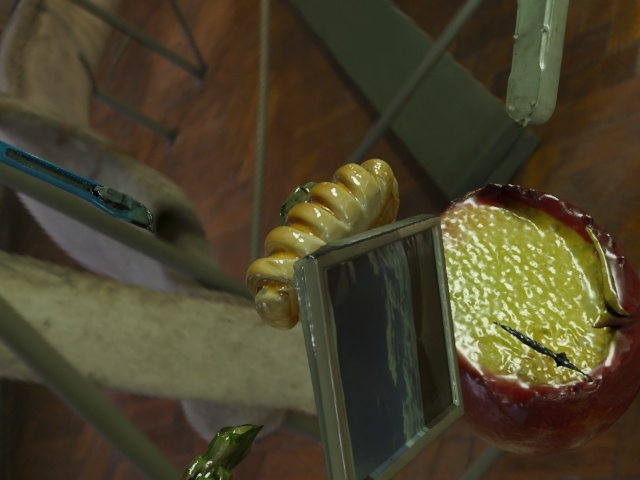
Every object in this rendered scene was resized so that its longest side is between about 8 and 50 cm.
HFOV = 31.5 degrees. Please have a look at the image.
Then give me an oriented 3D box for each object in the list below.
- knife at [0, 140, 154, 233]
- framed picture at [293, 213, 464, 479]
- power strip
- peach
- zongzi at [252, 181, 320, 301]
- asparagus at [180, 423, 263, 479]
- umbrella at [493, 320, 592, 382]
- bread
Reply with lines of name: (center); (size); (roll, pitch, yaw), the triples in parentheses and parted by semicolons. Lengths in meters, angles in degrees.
knife: (-0.361, -0.079, 1.686); (0.026, 0.296, 0.044); (-15, 60, 42)
framed picture: (0.054, 0.084, 0.898); (0.023, 0.260, 0.189); (-5, 96, 26)
power strip: (0.330, -0.303, 1.719); (0.080, 0.048, 0.286); (-8, 70, 55)
peach: (0.307, 0.125, 1.672); (0.335, 0.310, 0.406); (-25, 50, 1)
zongzi: (0.015, 0.022, 1.984); (0.274, 0.125, 0.251); (6, 80, 56)
asparagus: (-0.184, 0.379, 1.752); (0.080, 0.080, 0.287); (-22, 30, 51)
umbrella: (0.285, 0.139, 1.455); (0.149, 0.022, 0.022); (32, 70, 20)
bread: (0.000, 0.000, 1.786); (0.121, 0.173, 0.311); (36, 66, 22)
